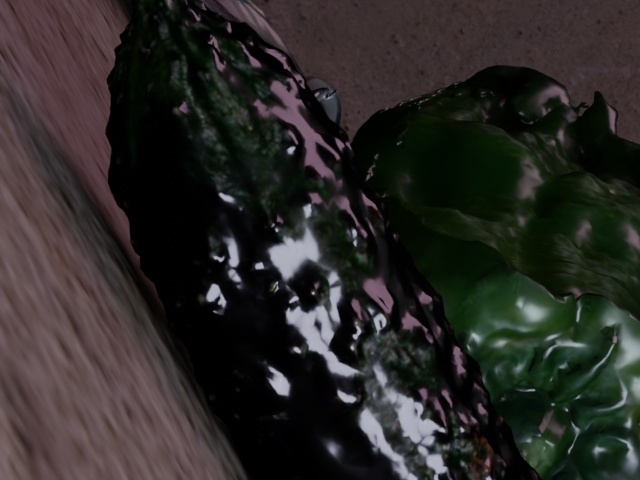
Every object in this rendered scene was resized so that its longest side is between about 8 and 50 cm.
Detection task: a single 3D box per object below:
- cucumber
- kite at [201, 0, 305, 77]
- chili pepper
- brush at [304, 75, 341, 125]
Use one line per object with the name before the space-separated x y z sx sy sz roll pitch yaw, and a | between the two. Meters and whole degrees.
cucumber | 0.019 0.060 0.426 0.300 0.072 0.072 58 5 -24
kite | -0.090 -0.175 0.841 0.169 0.015 0.310 35 14 -34
chili pepper | 0.095 0.029 0.753 0.213 0.167 0.385 23 24 0
brush | -0.027 -0.044 0.766 0.060 0.068 0.297 40 -3 6
